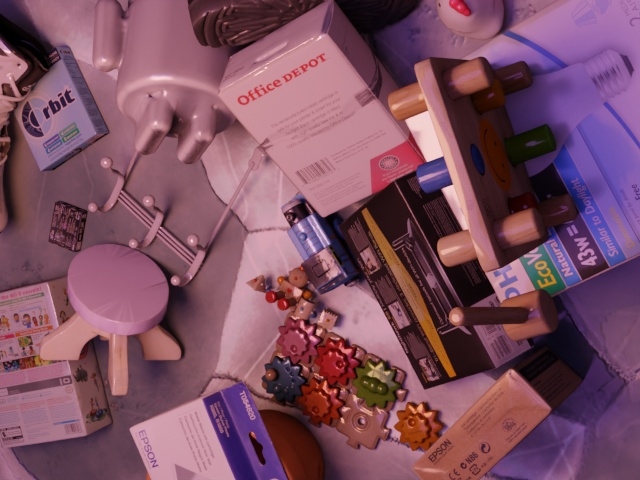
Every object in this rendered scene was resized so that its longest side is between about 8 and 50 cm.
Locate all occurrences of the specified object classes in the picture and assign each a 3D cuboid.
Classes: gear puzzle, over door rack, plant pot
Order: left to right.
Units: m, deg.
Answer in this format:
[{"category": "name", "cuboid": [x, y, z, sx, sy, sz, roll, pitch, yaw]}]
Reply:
[{"category": "over door rack", "cuboid": [-0.257, -0.109, 1.788, 0.239, 0.108, 0.324, 41, 112, 14]}, {"category": "plant pot", "cuboid": [-0.123, 0.416, 1.748, 0.291, 0.203, 0.290, 4, 98, 25]}, {"category": "gear puzzle", "cuboid": [0.050, 0.269, 1.732, 0.339, 0.044, 0.175, 27, 108, 19]}]

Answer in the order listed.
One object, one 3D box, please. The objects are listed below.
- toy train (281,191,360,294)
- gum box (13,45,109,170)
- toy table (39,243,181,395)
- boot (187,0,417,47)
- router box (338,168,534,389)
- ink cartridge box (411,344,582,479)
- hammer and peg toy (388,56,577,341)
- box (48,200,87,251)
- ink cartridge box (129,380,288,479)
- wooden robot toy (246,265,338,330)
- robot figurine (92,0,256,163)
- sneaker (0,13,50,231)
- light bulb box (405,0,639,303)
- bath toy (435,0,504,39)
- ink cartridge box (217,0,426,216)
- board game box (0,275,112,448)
[{"category": "toy train", "cuboid": [0.000, 0.000, 1.683, 0.080, 0.105, 0.184, -33, 83, 25]}, {"category": "gum box", "cuboid": [-0.503, -0.248, 1.918, 0.157, 0.041, 0.184, -27, 85, 27]}, {"category": "toy table", "cuboid": [-0.367, 0.140, 1.819, 0.252, 0.274, 0.160, 8, 115, -9]}, {"category": "boot", "cuboid": [-0.068, -0.541, 1.606, 0.146, 0.367, 0.445, 118, 141, -64]}, {"category": "router box", "cuboid": [0.168, 0.063, 1.555, 0.308, 0.081, 0.243, 62, 156, 4]}, {"category": "ink cartridge box", "cuboid": [0.271, 0.280, 1.548, 0.088, 0.193, 0.234, 46, 113, 15]}, {"category": "hammer and peg toy", "cuboid": [0.220, -0.049, 1.234, 0.127, 0.266, 0.361, -19, 89, 26]}, {"category": "box", "cuboid": [-0.488, -0.027, 1.956, 0.067, 0.018, 0.083, 19, 105, 22]}, {"category": "ink cartridge box", "cuboid": [-0.175, 0.363, 1.625, 0.224, 0.045, 0.223, -26, 86, 26]}, {"category": "wooden robot toy", "cuboid": [-0.041, 0.083, 1.738, 0.173, 0.076, 0.079, 28, 97, 19]}, {"category": "robot figurine", "cuboid": [-0.224, -0.307, 1.655, 0.200, 0.300, 0.353, -35, 46, 56]}, {"category": "sneaker", "cuboid": [-0.606, -0.223, 1.857, 0.258, 0.169, 0.447, -11, 110, 10]}, {"category": "light bulb box", "cuboid": [0.359, -0.137, 1.429, 0.361, 0.225, 0.357, -30, 85, 25]}, {"category": "bath toy", "cuboid": [0.282, -0.451, 1.473, 0.151, 0.129, 0.348, 43, 113, 13]}, {"category": "ink cartridge box", "cuboid": [0.011, -0.200, 1.564, 0.207, 0.117, 0.283, -24, 124, 26]}, {"category": "board game box", "cuboid": [-0.553, 0.237, 1.983, 0.224, 0.097, 0.303, -12, 94, 25]}]
